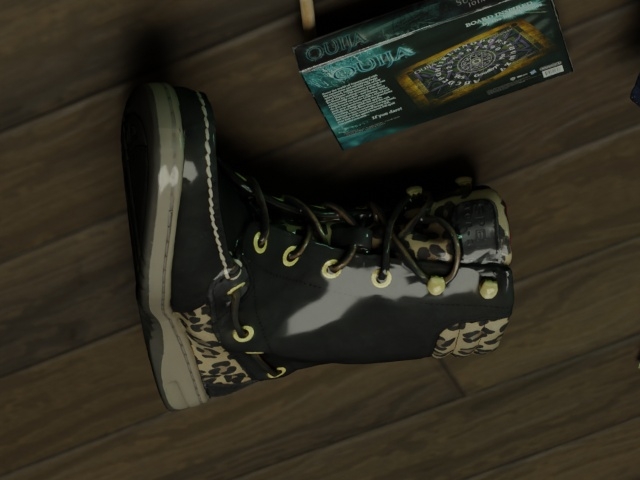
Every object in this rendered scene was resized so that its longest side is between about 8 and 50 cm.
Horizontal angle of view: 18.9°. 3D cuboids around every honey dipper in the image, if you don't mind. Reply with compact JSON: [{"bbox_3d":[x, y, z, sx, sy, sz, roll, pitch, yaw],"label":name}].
[{"bbox_3d":[-0.011,-0.176,1.362,0.030,0.030,0.160,-9,141,-1],"label":"honey dipper"}]

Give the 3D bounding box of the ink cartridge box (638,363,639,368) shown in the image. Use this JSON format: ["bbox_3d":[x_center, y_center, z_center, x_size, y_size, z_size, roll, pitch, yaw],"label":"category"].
[{"bbox_3d":[0.426,0.081,1.663,0.255,0.097,0.189,-1,136,-11],"label":"ink cartridge box"}]

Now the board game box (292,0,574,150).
[{"bbox_3d":[0.085,-0.132,1.403,0.186,0.026,0.126,-18,152,7],"label":"board game box"}]

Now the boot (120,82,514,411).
[{"bbox_3d":[0.000,0.000,1.453,0.284,0.138,0.377,-7,145,-4],"label":"boot"}]

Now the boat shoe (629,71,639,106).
[{"bbox_3d":[0.381,-0.105,1.365,0.340,0.127,0.158,30,143,16],"label":"boat shoe"}]
